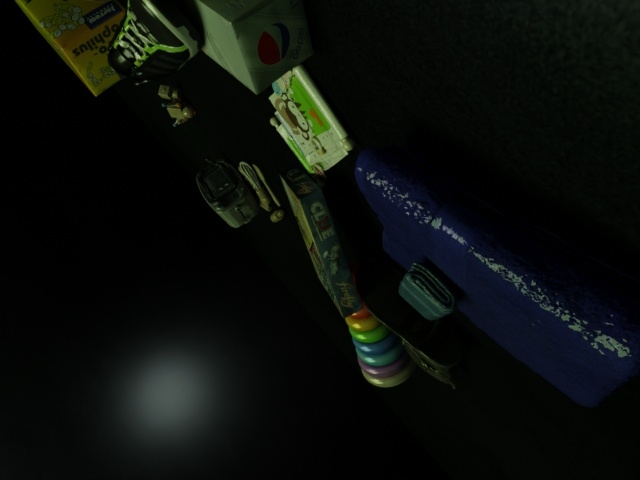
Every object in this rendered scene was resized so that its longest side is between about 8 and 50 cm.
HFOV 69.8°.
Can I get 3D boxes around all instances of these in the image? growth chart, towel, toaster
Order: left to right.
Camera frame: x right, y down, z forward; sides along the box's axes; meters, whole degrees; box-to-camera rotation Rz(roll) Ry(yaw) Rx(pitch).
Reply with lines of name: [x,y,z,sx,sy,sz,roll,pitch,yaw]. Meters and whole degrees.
toaster: [-0.289,-0.146,1.432,0.227,0.129,0.146,50,173,31]
growth chart: [-0.023,-0.173,0.695,0.172,0.021,0.237,51,167,-2]
towel: [0.127,0.063,0.545,0.067,0.029,0.119,45,172,13]
towel: [0.180,0.030,0.487,0.308,0.076,0.227,41,172,32]

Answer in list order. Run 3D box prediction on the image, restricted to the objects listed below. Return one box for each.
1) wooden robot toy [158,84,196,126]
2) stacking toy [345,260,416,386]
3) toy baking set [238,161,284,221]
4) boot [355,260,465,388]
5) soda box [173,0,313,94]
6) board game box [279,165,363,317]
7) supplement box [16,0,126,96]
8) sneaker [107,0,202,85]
wooden robot toy: [-0.392,-0.384,1.309,0.079,0.076,0.173,12,160,6]
stacking toy: [0.112,0.184,1.038,0.141,0.141,0.330,33,155,52]
toy baking set: [-0.169,-0.133,1.293,0.197,0.030,0.256,52,167,-10]
boot: [0.171,0.174,0.887,0.263,0.091,0.229,48,172,24]
soda box: [-0.136,-0.299,0.554,0.286,0.091,0.098,44,166,27]
board game box: [0.000,0.000,0.835,0.165,0.042,0.243,-125,13,-62]
supplement box: [-0.671,-0.612,1.254,0.356,0.194,0.195,46,167,14]
sneaker: [-0.210,-0.233,0.561,0.084,0.097,0.235,51,171,-15]
